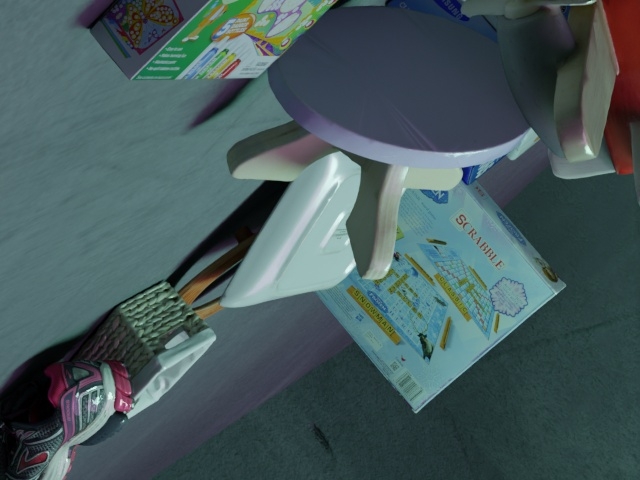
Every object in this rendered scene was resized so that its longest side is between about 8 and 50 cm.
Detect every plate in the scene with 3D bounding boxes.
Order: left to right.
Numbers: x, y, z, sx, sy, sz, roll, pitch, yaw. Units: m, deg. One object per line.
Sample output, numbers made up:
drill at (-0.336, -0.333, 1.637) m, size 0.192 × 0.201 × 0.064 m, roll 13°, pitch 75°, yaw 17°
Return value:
plate at (0.018, -0.025, 2.151) m, size 0.277 × 0.045 × 0.278 m, roll -8°, pitch 134°, yaw -59°

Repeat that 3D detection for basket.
basket at (-0.232, 0.145, 2.117) m, size 0.113 × 0.103 × 0.167 m, roll -30°, pitch 167°, yaw -48°

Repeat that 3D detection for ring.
ring at (-0.095, 0.024, 2.259) m, size 0.336 × 0.032 × 0.336 m, roll -35°, pitch 172°, yaw -6°

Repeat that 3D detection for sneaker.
sneaker at (-0.357, 0.231, 2.073) m, size 0.112 × 0.121 × 0.299 m, roll 11°, pitch 137°, yaw -41°

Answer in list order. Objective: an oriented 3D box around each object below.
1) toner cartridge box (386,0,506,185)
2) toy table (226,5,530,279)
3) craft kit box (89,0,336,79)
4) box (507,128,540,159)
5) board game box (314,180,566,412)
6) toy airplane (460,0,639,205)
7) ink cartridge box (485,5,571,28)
toner cartridge box at (0.150, -0.176, 1.870) m, size 0.075 × 0.165 × 0.348 m, roll -40°, pitch 172°, yaw -4°
toy table at (0.057, -0.108, 1.615) m, size 0.274 × 0.252 × 0.161 m, roll 13°, pitch 142°, yaw -20°
craft kit box at (-0.025, -0.220, 1.259) m, size 0.246 × 0.061 × 0.250 m, roll -45°, pitch 171°, yaw 19°
box at (0.320, -0.284, 2.024) m, size 0.345 × 0.168 × 0.215 m, roll -39°, pitch 172°, yaw -5°
board game box at (0.167, 0.053, 2.635) m, size 0.318 × 0.319 × 0.066 m, roll -42°, pitch 173°, yaw 25°
toy airplane at (0.236, -0.221, 1.491) m, size 0.386 × 0.272 × 0.384 m, roll 63°, pitch 36°, yaw -78°
ink cartridge box at (0.280, -0.310, 1.825) m, size 0.231 × 0.134 × 0.078 m, roll -36°, pitch 171°, yaw -22°
